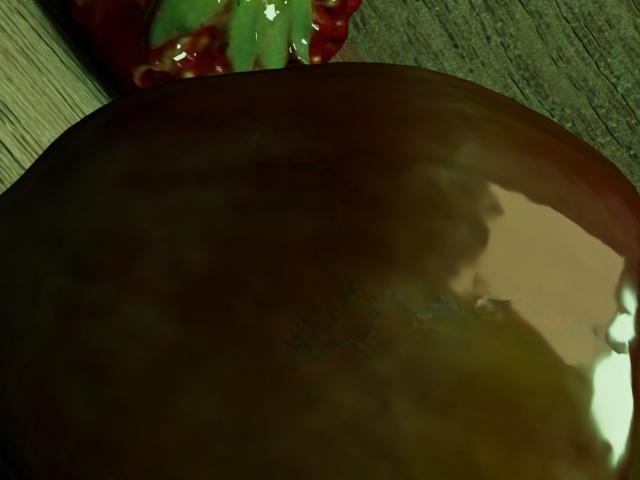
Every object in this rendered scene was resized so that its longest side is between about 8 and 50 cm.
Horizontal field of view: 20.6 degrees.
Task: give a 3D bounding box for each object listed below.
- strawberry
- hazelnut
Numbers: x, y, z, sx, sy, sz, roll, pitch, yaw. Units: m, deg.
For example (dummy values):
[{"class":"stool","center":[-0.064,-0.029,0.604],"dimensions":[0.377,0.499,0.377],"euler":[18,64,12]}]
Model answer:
[{"class":"strawberry","center":[-0.121,-0.281,1.546],"dimensions":[0.345,0.295,0.318],"euler":[31,-52,50]},{"class":"hazelnut","center":[0.006,0.063,0.909],"dimensions":[0.366,0.366,0.366],"euler":[53,10,-14]}]
